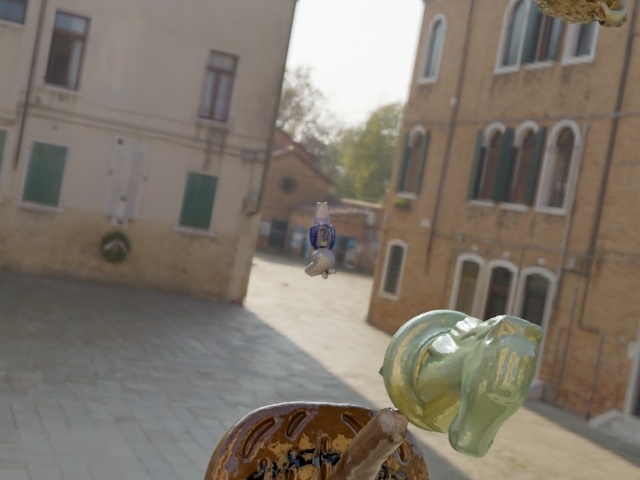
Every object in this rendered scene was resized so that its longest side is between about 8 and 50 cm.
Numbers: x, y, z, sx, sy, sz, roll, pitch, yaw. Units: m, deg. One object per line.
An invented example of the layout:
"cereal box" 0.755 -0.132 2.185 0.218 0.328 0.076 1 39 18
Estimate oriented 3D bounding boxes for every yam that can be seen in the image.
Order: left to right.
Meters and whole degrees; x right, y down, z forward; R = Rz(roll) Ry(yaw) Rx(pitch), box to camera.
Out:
"yam" 0.044 0.283 1.126 0.057 0.241 0.056 15 42 -14

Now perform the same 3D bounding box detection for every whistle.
"whistle" 0.000 0.000 0.974 0.033 0.083 0.029 2 -16 -5

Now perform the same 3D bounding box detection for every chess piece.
"chess piece" 0.189 0.178 1.177 0.176 0.175 0.298 10 -5 -9

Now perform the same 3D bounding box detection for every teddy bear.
"teddy bear" 0.319 -0.390 1.243 0.256 0.156 0.267 17 41 -36

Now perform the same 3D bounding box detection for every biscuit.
"biscuit" 0.004 0.390 1.308 0.367 0.314 0.063 10 -14 -29
